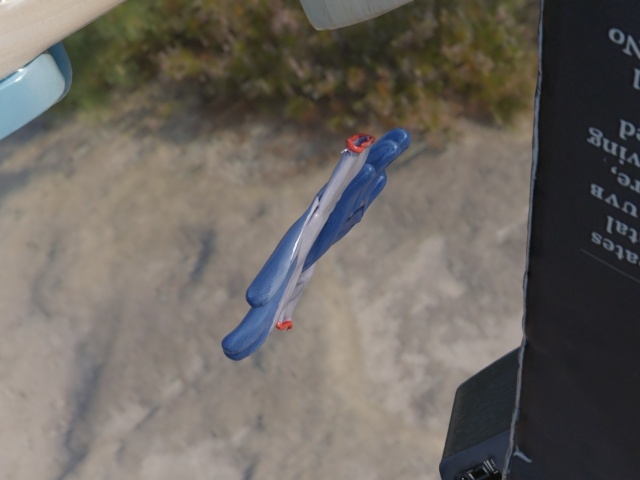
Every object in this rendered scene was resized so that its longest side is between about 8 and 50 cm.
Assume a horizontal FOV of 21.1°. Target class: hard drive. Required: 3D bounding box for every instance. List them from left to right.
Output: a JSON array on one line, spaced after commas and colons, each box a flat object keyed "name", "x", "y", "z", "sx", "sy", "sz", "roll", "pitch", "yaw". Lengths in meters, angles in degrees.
[{"name": "hard drive", "x": 0.221, "y": 0.137, "z": 1.565, "sx": 0.255, "sy": 0.054, "sz": 0.172, "roll": -31, "pitch": 19, "yaw": 26}]

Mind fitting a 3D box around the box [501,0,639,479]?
[{"name": "box", "x": 0.198, "y": -0.068, "z": 0.451, "sx": 0.183, "sy": 0.294, "sz": 0.296, "roll": 28, "pitch": 60, "yaw": 22}]

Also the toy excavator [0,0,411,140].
[{"name": "toy excavator", "x": -0.185, "y": -0.127, "z": 0.942, "sx": 0.445, "sy": 0.222, "sz": 0.433, "roll": -35, "pitch": 27, "yaw": -17}]

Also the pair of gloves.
[{"name": "pair of gloves", "x": 0.000, "y": 0.000, "z": 1.058, "sx": 0.159, "sy": 0.023, "sz": 0.198, "roll": -59, "pitch": -7, "yaw": 12}]
